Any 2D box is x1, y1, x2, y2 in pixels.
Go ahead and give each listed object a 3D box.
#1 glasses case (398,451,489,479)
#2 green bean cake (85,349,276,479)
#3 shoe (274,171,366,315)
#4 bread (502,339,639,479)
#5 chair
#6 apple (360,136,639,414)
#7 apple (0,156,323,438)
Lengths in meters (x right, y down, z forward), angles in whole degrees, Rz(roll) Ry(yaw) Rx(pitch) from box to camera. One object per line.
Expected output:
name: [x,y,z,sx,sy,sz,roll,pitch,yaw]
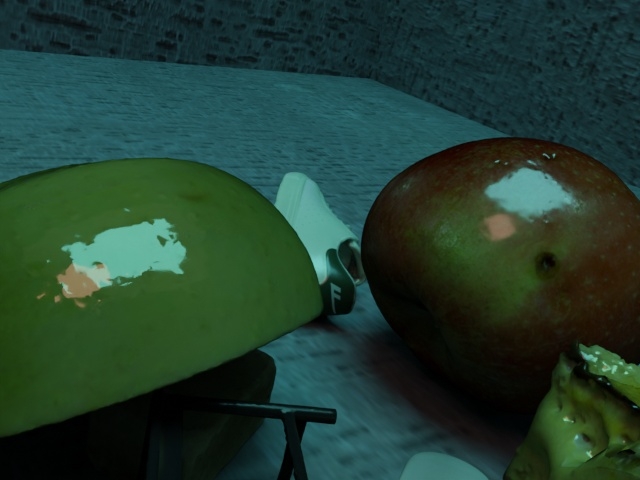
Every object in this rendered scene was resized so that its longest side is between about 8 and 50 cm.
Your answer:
glasses case: [0.090,0.258,0.582,0.092,0.059,0.233,21,25,16]
green bean cake: [-0.126,0.161,0.665,0.109,0.085,0.179,21,24,14]
shoe: [0.000,0.000,1.065,0.160,0.132,0.363,12,26,1]
bread: [0.271,0.229,0.587,0.162,0.204,0.262,20,17,-12]
chair: [-0.118,0.202,0.495,0.260,0.154,0.141,10,21,-14]
apple: [0.225,0.034,0.831,0.277,0.348,0.348,-37,42,-14]
apple: [-0.204,0.070,0.618,0.360,0.320,0.311,-15,50,-45]
